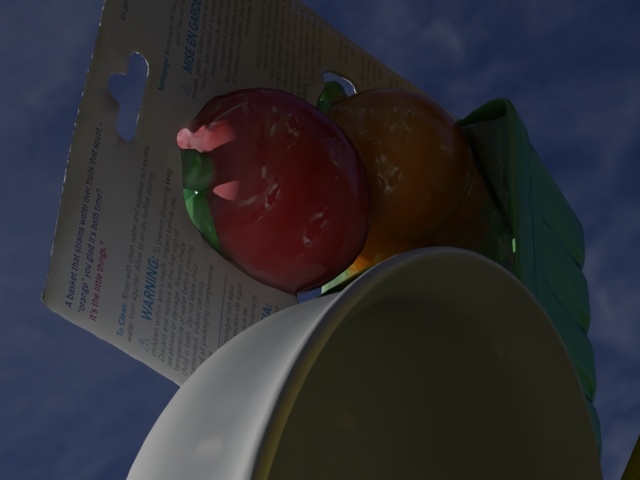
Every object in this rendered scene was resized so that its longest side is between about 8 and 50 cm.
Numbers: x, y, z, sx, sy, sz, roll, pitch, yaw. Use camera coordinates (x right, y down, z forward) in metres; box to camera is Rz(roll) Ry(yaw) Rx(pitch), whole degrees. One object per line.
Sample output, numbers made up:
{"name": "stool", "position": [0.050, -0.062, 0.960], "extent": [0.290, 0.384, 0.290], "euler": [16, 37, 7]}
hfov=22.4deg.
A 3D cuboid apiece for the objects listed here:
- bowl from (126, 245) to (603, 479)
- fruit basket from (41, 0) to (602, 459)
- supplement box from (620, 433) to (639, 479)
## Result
{"name": "bowl", "position": [0.000, 0.152, 0.650], "extent": [0.134, 0.298, 0.298], "euler": [-3, -36, 32]}
{"name": "fruit basket", "position": [0.000, 0.000, 0.911], "extent": [0.353, 0.327, 0.165], "euler": [30, -48, -28]}
{"name": "supplement box", "position": [0.174, 0.163, 0.425], "extent": [0.195, 0.194, 0.356], "euler": [9, -57, -8]}
